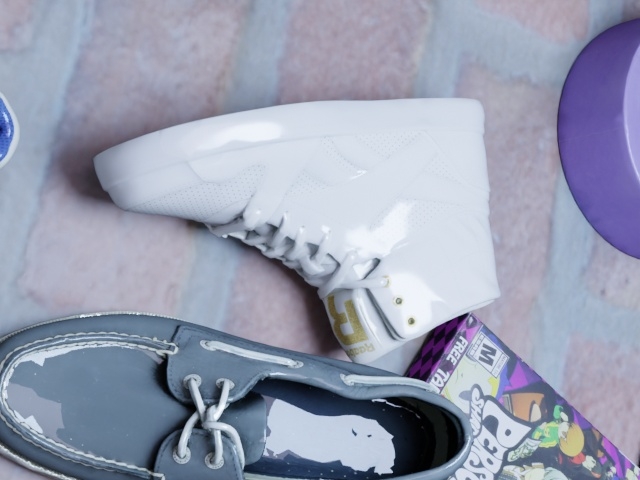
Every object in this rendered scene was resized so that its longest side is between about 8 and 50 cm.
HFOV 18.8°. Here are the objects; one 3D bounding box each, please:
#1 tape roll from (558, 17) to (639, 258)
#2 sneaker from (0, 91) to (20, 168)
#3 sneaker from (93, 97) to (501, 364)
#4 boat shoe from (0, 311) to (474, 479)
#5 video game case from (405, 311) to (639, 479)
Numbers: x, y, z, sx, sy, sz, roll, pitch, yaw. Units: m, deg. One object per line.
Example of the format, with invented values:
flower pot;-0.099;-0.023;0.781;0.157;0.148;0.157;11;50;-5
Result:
tape roll;0.275;-0.079;1.442;0.189;0.080;0.189;3;84;-30
sneaker;-0.311;-0.061;1.062;0.296;0.131;0.111;-9;91;-30
sneaker;0.000;0.000;1.253;0.293;0.108;0.169;-6;84;-32
boat shoe;-0.055;0.104;1.195;0.320;0.099;0.116;12;76;-19
video game case;0.108;0.202;1.331;0.210;0.042;0.232;43;65;-19
